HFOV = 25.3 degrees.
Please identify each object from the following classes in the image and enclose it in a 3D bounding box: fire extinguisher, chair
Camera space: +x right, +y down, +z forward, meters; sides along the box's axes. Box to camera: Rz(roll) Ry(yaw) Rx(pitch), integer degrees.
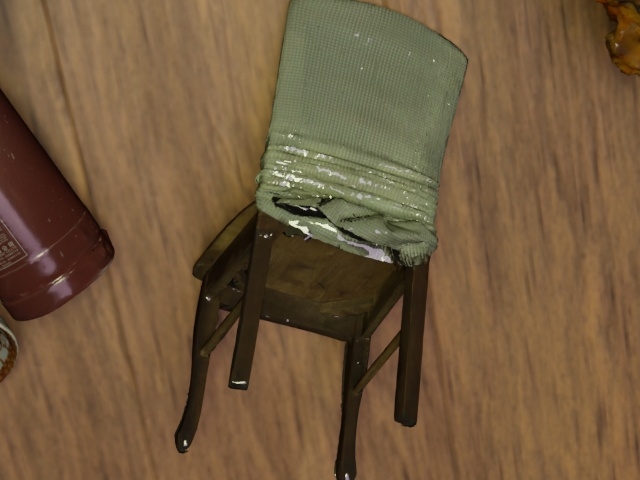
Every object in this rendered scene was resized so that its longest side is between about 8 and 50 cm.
[{"bbox_3d":[-0.254,-0.074,1.016,0.105,0.105,0.269,-32,110,2],"label":"fire extinguisher"},{"bbox_3d":[0.000,0.000,1.074,0.160,0.319,0.186,15,150,-13],"label":"chair"}]

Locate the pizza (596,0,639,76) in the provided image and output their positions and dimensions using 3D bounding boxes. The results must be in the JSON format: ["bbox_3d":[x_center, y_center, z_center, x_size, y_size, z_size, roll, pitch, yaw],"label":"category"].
[{"bbox_3d":[0.299,-0.231,1.012,0.409,0.114,0.277,-8,112,-15],"label":"pizza"}]

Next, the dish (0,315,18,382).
[{"bbox_3d":[-0.305,0.067,1.076,0.141,0.078,0.141,-16,148,-11],"label":"dish"}]
